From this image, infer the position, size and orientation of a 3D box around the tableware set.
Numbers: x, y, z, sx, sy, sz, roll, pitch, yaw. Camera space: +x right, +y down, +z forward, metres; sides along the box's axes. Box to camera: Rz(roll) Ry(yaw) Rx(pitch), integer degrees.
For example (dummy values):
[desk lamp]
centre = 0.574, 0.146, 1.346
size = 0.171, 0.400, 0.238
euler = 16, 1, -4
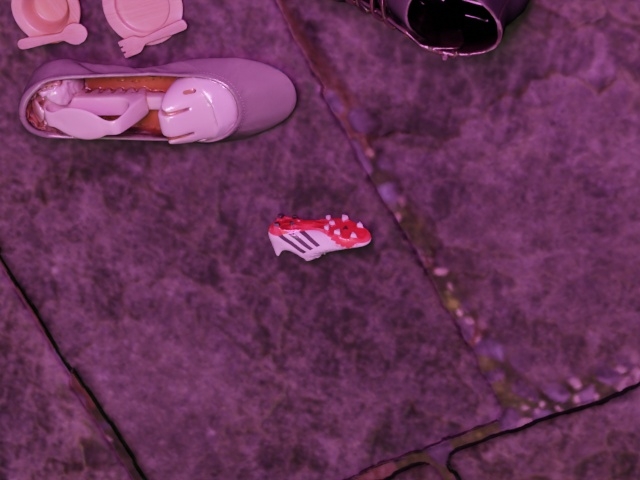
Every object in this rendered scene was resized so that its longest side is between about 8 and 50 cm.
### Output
[tableware set]
centre = -0.178, -0.214, 1.491
size = 0.141, 0.020, 0.169
euler = -4, 113, 16

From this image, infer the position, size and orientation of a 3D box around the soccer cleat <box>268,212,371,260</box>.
[soccer cleat]
centre = 0.000, 0.000, 1.540
size = 0.083, 0.029, 0.036
euler = 4, 124, 16

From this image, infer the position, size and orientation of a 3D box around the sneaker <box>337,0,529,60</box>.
[sneaker]
centre = 0.035, -0.193, 1.388
size = 0.222, 0.118, 0.083
euler = 13, 117, 9

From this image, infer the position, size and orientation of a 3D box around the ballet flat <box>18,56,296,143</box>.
[ballet flat]
centre = -0.126, -0.097, 1.503
size = 0.213, 0.068, 0.072
euler = 2, 122, 13
